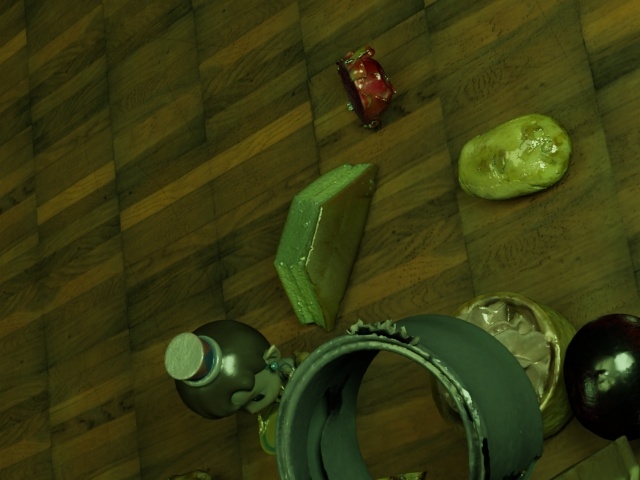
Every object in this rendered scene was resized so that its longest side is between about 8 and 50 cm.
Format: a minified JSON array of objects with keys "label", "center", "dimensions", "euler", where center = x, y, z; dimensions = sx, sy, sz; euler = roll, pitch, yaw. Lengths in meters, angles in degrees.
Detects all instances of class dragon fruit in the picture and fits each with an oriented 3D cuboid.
[{"label":"dragon fruit","center":[0.073,-0.225,2.165],"dimensions":[0.068,0.126,0.112],"euler":[-24,46,-7]}]

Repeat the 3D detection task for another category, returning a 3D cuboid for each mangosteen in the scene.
[{"label":"mangosteen","center":[0.357,0.158,1.731],"dimensions":[0.152,0.152,0.153],"euler":[-14,71,44]}]

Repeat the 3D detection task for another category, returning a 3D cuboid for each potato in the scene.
[{"label":"potato","center":[0.253,-0.107,1.944],"dimensions":[0.170,0.080,0.107],"euler":[-12,59,46]}]

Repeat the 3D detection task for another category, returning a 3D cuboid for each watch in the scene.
[{"label":"watch","center":[0.134,0.233,1.694],"dimensions":[0.335,0.314,0.327],"euler":[-42,75,31]}]

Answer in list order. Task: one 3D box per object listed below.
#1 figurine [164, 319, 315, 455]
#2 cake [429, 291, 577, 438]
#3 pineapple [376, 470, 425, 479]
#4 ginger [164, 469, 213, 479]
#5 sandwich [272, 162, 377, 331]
[{"label":"figurine","center":[-0.112,0.202,2.120],"dimensions":[0.161,0.275,0.158],"euler":[-33,42,40]},{"label":"cake","center":[0.209,0.159,1.855],"dimensions":[0.207,0.178,0.185],"euler":[-24,64,44]},{"label":"pineapple","center":[0.109,0.339,2.031],"dimensions":[0.083,0.019,0.045],"euler":[-15,67,41]},{"label":"ginger","center":[-0.241,0.449,2.318],"dimensions":[0.309,0.107,0.133],"euler":[-46,37,25]},{"label":"sandwich","center":[0.000,0.000,2.181],"dimensions":[0.094,0.096,0.258],"euler":[13,88,53]}]
